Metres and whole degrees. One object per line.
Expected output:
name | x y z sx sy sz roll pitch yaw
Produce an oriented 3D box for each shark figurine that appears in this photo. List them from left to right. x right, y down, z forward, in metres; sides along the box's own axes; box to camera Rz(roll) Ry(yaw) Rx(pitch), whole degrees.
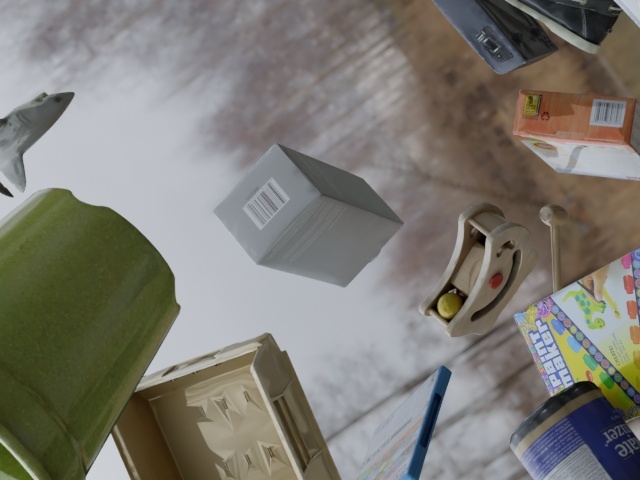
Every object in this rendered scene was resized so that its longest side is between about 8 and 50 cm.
shark figurine | -0.480 -0.118 2.356 0.166 0.278 0.116 -30 -92 -40

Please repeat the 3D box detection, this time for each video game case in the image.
video game case | 0.070 0.203 1.467 0.015 0.119 0.166 37 -145 -7

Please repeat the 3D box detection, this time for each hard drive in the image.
hard drive | 0.188 -0.320 1.962 0.255 0.054 0.172 52 -154 5

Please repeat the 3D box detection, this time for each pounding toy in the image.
pounding toy | 0.287 0.045 2.455 0.155 0.269 0.154 40 -171 37

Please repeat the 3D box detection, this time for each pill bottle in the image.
pill bottle | 0.319 0.275 1.726 0.219 0.123 0.123 53 -172 20

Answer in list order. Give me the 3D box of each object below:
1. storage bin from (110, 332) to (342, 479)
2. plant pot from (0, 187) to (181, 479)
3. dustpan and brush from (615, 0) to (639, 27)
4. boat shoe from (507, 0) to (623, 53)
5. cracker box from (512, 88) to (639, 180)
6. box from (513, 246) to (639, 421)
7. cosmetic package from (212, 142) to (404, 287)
storage bin | -0.142 0.300 2.262 0.260 0.262 0.123 67 -156 -6
plant pot | -0.267 0.099 1.399 0.276 0.254 0.276 24 145 18
dustpan and brush | 0.367 -0.288 1.544 0.060 0.211 0.147 -5 -131 -43
boat shoe | 0.254 -0.309 1.830 0.233 0.079 0.084 27 -154 -19
cracker box | 0.365 -0.138 2.070 0.232 0.155 0.067 26 -107 -65
box | 0.445 0.087 1.858 0.290 0.279 0.177 -14 -103 -43
cosmetic package | -0.010 -0.027 1.952 0.107 0.127 0.238 49 -167 24
